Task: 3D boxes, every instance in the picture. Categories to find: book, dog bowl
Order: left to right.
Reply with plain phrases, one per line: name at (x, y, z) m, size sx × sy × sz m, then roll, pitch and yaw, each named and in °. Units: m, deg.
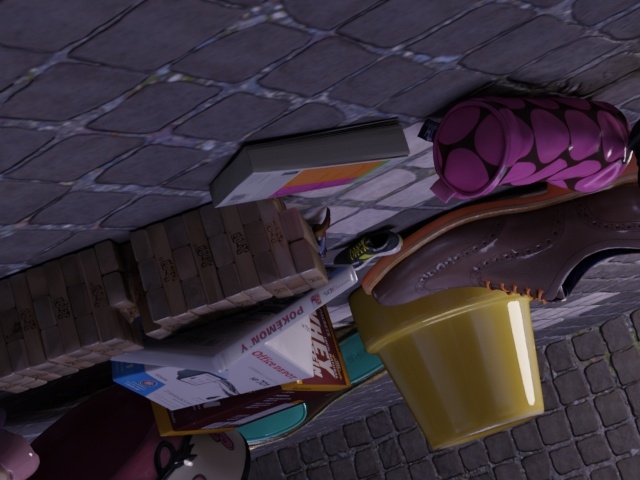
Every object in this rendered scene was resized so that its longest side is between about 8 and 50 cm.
dog bowl at (-0.302, 0.352, 1.737) m, size 0.408 × 0.150 × 0.408 m, roll -32°, pitch -160°, yaw 13°
book at (-0.011, -0.060, 1.062) m, size 0.144 × 0.035 × 0.096 m, roll -11°, pitch 168°, yaw -27°

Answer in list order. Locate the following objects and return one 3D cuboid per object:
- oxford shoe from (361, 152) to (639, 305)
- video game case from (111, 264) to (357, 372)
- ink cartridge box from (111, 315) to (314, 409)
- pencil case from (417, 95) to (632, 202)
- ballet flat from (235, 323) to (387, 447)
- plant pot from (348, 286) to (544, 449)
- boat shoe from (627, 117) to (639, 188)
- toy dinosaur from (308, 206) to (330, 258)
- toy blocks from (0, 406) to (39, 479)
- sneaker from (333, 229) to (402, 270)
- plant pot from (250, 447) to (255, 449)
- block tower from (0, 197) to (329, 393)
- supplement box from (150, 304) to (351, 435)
oxford shoe at (0.221, 0.020, 1.474) m, size 0.364 × 0.132 × 0.130 m, roll -23°, pitch 167°, yaw 19°
video game case at (-0.091, 0.072, 1.245) m, size 0.183 × 0.023 × 0.201 m, roll -32°, pitch -162°, yaw -35°
ink cartridge box at (-0.121, 0.121, 1.435) m, size 0.191 × 0.082 × 0.139 m, roll -14°, pitch 153°, yaw 20°
pencil case at (0.188, -0.080, 1.123) m, size 0.209 × 0.095 × 0.098 m, roll -3°, pitch 127°, yaw -44°
ballet flat at (-0.036, 0.232, 1.989) m, size 0.349 × 0.123 × 0.123 m, roll -26°, pitch 169°, yaw -14°
plant pot at (0.193, 0.153, 1.752) m, size 0.254 × 0.239 × 0.254 m, roll -17°, pitch 166°, yaw -4°
boat shoe at (0.385, -0.155, 0.964) m, size 0.187 × 0.156 × 0.500 m, roll -9°, pitch 153°, yaw -23°
toy dinosaur at (0.000, 0.000, 1.308) m, size 0.090 × 0.047 × 0.082 m, roll -36°, pitch 179°, yaw 24°
toy blocks at (-0.455, 0.269, 1.519) m, size 0.289 × 0.309 × 0.260 m, roll -14°, pitch -155°, yaw 38°
sneaker at (0.050, 0.008, 1.436) m, size 0.083 × 0.031 × 0.035 m, roll -25°, pitch 152°, yaw 10°
plant pot at (-0.148, 0.267, 2.041) m, size 0.134 × 0.134 × 0.095 m, roll -6°, pitch -174°, yaw -43°
block tower at (-0.167, 0.048, 1.159) m, size 0.336 × 0.090 × 0.097 m, roll -19°, pitch 166°, yaw 4°
supplement box at (-0.095, 0.155, 1.608) m, size 0.194 × 0.129 × 0.191 m, roll -23°, pitch 166°, yaw 18°
